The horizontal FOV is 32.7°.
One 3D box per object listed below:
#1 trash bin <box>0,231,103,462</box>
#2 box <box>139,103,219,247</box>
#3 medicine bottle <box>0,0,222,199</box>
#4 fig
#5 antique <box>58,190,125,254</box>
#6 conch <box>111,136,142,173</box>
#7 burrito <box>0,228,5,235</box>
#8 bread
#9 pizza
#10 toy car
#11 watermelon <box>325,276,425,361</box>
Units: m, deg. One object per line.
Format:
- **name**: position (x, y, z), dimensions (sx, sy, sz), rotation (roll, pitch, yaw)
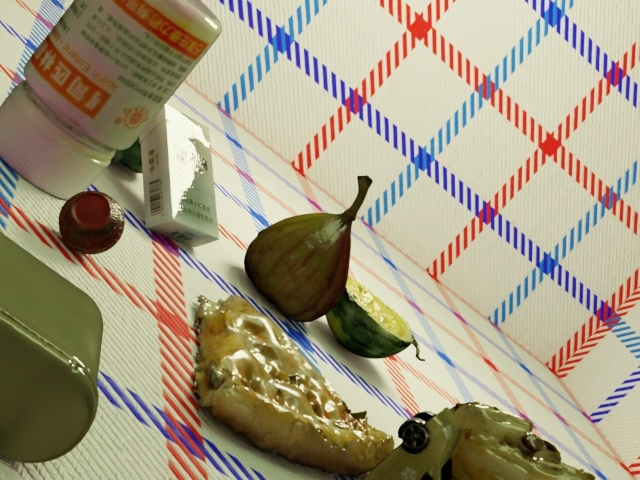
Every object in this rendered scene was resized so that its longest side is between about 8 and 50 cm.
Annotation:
- **trash bin**: position (-0.335, 0.093, 1.140), dimensions (0.243, 0.121, 0.247), rotation (38, 8, -14)
- **box**: position (-0.269, -0.123, 2.071), dimensions (0.155, 0.067, 0.242), rotation (29, 50, -57)
- **medicine bottle**: position (-0.359, -0.271, 1.789), dimensions (0.219, 0.388, 0.219), rotation (40, 12, -10)
- **fig**: position (0.000, 0.000, 2.170), dimensions (0.217, 0.321, 0.217), rotation (37, 16, -12)
- **antique**: position (-0.345, -0.027, 1.644), dimensions (0.104, 0.104, 0.104), rotation (40, 10, -9)
- **conch**: position (-0.376, -0.201, 2.171), dimensions (0.188, 0.121, 0.176), rotation (26, -26, -33)
- **burrito**: position (-0.400, 0.025, 1.332), dimensions (0.226, 0.060, 0.087), rotation (44, 11, 19)
- **bread**: position (0.289, 0.394, 1.706), dimensions (0.314, 0.191, 0.370), rotation (27, -18, -4)
- **pizza**: position (-0.030, 0.251, 1.702), dimensions (0.392, 0.080, 0.435), rotation (38, 12, -16)
- **toy car**: position (0.092, 0.325, 1.354), dimensions (0.124, 0.257, 0.101), rotation (47, 10, 12)
- **watermelon**: position (0.094, 0.179, 2.307), dimensions (0.232, 0.127, 0.204), rotation (40, 10, -18)
